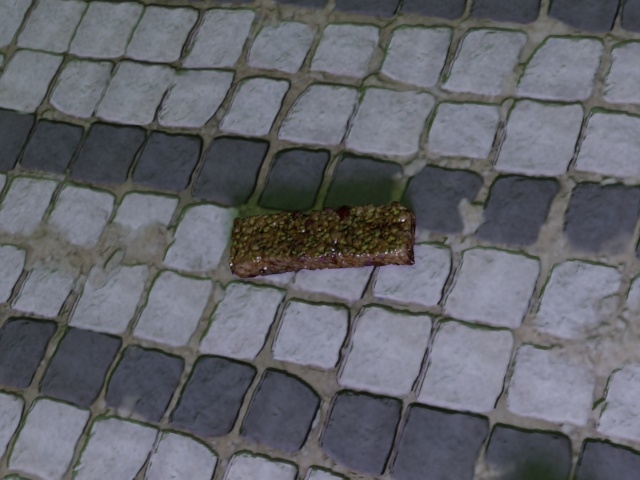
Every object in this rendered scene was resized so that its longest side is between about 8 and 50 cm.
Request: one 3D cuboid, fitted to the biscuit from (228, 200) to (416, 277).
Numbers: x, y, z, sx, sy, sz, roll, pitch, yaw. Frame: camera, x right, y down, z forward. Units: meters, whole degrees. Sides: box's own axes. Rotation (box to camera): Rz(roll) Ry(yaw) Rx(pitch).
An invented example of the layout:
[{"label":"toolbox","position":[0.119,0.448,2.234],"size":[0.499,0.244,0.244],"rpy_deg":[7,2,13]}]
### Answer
[{"label":"biscuit","position":[0.000,0.000,1.382],"size":[0.199,0.034,0.064],"rpy_deg":[-4,60,22]}]
